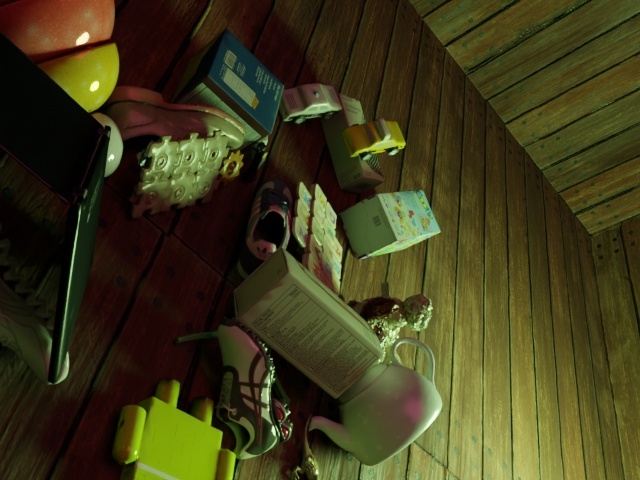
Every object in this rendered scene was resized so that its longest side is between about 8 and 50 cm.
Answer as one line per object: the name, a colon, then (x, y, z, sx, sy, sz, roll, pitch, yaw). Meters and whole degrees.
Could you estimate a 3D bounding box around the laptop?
laptop: (-0.439, -0.084, 1.055, 0.236, 0.408, 0.382, 9, 21, -13)

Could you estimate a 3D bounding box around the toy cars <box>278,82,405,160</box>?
toy cars: (0.069, -0.342, 2.053, 0.393, 0.087, 0.177, 27, 59, -11)

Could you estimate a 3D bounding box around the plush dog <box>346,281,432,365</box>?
plush dog: (0.113, 0.208, 1.769, 0.210, 0.262, 0.225, 37, 15, 22)

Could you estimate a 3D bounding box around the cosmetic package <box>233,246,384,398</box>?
cosmetic package: (-0.025, 0.173, 1.554, 0.296, 0.153, 0.129, 44, 10, -24)

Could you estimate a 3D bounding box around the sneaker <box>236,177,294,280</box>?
sneaker: (-0.104, -0.050, 1.676, 0.112, 0.131, 0.319, 18, 46, -12)

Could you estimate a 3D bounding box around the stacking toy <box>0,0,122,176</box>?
stacking toy: (-0.466, -0.336, 1.302, 0.350, 0.350, 0.480, -44, 119, -56)

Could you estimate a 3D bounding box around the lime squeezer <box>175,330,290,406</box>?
lime squeezer: (-0.162, 0.225, 1.509, 0.310, 0.058, 0.110, 39, 70, -35)

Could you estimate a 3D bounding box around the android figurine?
android figurine: (-0.249, 0.378, 1.263, 0.248, 0.056, 0.273, 39, 38, -32)

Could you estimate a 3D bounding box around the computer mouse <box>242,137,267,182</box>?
computer mouse: (-0.158, -0.233, 1.810, 0.042, 0.106, 0.193, 17, 36, -15)

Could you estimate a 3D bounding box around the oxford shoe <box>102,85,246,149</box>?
oxford shoe: (-0.302, -0.220, 1.574, 0.348, 0.123, 0.130, 6, 69, -42)

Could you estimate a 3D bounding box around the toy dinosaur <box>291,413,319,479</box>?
toy dinosaur: (-0.024, 0.462, 1.532, 0.092, 0.053, 0.183, -13, 85, -72)

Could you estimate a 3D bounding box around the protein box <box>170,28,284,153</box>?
protein box: (-0.214, -0.343, 1.750, 0.201, 0.136, 0.200, 41, 38, -30)

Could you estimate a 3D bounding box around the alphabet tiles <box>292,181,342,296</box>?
alphabet tiles: (0.000, 0.000, 1.825, 0.278, 0.021, 0.284, 59, 26, -43)

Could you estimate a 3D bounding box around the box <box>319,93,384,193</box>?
box: (0.087, -0.279, 2.159, 0.113, 0.094, 0.275, 5, 64, -51)

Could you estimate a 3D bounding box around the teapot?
teapot: (0.134, 0.357, 1.650, 0.187, 0.252, 0.256, 52, 21, 5)

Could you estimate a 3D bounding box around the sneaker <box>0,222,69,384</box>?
sneaker: (-0.485, 0.100, 1.108, 0.118, 0.110, 0.292, -35, 94, -43)

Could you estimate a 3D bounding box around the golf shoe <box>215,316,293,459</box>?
golf shoe: (-0.146, 0.280, 1.406, 0.120, 0.105, 0.273, -27, 100, -37)

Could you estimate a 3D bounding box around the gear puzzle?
gear puzzle: (-0.267, -0.153, 1.543, 0.044, 0.176, 0.339, 30, 24, 23)

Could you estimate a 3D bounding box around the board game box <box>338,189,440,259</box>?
board game box: (0.199, -0.049, 2.104, 0.275, 0.142, 0.144, -9, 75, -56)
